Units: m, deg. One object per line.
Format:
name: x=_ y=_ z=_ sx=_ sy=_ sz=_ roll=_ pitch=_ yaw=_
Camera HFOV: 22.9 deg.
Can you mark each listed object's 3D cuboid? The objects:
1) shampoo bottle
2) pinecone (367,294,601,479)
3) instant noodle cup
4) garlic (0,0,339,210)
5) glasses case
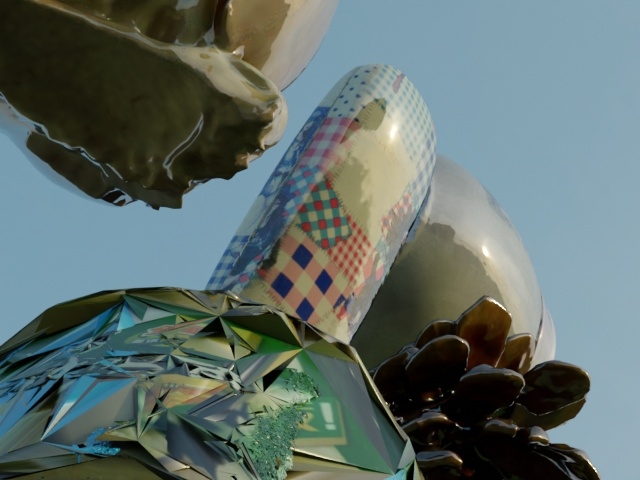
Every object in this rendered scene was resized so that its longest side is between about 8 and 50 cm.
shampoo bottle: x=0.076 y=0.062 z=1.538 sx=0.273 sy=0.273 sz=0.266 roll=-25 pitch=-53 yaw=18
pinecone: x=0.097 y=0.167 z=1.092 sx=0.202 sy=0.201 sz=0.229 roll=35 pitch=-81 yaw=-15
instant noodle cup: x=-0.066 y=0.142 z=0.577 sx=0.240 sy=0.178 sz=0.240 roll=0 pitch=-82 yaw=3
garlic: x=-0.099 y=-0.111 z=0.542 sx=0.214 sy=0.191 sz=0.160 roll=29 pitch=-48 yaw=-17
glasses case: x=0.000 y=0.000 z=1.244 sx=0.076 sy=0.327 sz=0.125 roll=3 pitch=-38 yaw=40
